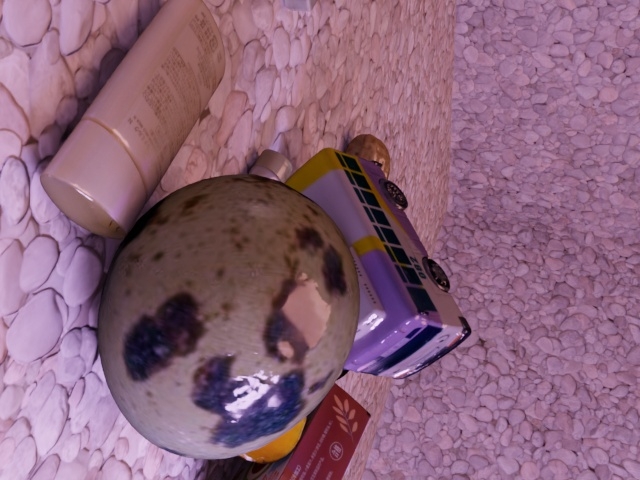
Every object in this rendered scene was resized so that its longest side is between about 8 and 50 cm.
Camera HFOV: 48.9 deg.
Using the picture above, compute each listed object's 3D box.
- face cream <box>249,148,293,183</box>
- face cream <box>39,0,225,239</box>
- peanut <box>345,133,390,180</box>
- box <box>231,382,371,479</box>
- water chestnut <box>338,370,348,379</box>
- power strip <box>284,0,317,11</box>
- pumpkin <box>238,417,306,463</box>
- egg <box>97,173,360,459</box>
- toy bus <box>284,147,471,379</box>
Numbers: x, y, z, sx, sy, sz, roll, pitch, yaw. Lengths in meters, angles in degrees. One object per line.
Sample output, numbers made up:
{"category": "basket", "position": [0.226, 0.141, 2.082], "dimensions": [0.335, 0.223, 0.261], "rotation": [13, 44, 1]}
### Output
{"category": "face cream", "position": [-0.134, -0.065, 1.336], "dimensions": [0.224, 0.070, 0.114], "rotation": [-61, 157, -22]}
{"category": "face cream", "position": [-0.230, -0.156, 0.917], "dimensions": [0.173, 0.081, 0.348], "rotation": [82, 26, -55]}
{"category": "peanut", "position": [0.114, -0.144, 1.915], "dimensions": [0.159, 0.143, 0.291], "rotation": [-14, 112, -82]}
{"category": "box", "position": [-0.094, 0.523, 1.449], "dimensions": [0.344, 0.122, 0.385], "rotation": [-46, -176, 35]}
{"category": "water chestnut", "position": [-0.034, 0.223, 1.606], "dimensions": [0.223, 0.238, 0.224], "rotation": [-24, 143, -19]}
{"category": "power strip", "position": [-0.045, -0.570, 1.269], "dimensions": [0.338, 0.058, 0.098], "rotation": [79, 28, -50]}
{"category": "pumpkin", "position": [-0.087, 0.276, 1.388], "dimensions": [0.139, 0.222, 0.317], "rotation": [-18, -124, 63]}
{"category": "egg", "position": [-0.133, 0.112, 0.971], "dimensions": [0.428, 0.345, 0.345], "rotation": [-56, 174, 28]}
{"category": "toy bus", "position": [0.088, 0.048, 1.416], "dimensions": [0.249, 0.209, 0.440], "rotation": [11, 47, -52]}
